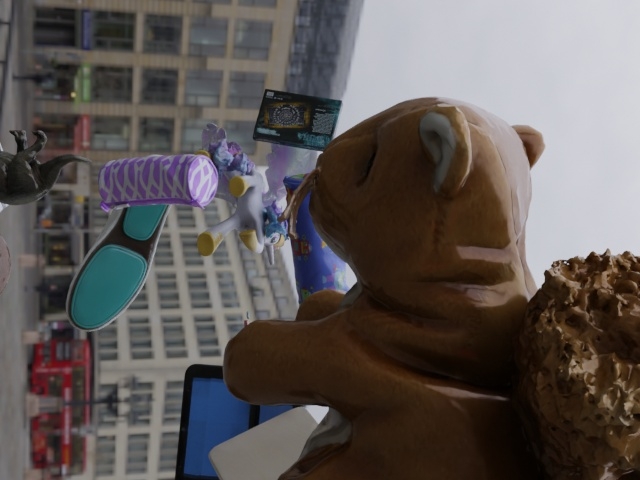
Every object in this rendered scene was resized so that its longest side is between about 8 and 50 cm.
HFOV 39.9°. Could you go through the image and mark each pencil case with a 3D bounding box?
[{"bbox_3d":[-0.264,-0.090,1.405,0.086,0.206,0.088,52,46,-44],"label":"pencil case"},{"bbox_3d":[0.000,0.000,1.831,0.119,0.133,0.306,7,-72,45],"label":"pencil case"}]

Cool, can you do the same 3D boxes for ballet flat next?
[{"bbox_3d":[-0.415,0.003,1.867,0.400,0.139,0.139,-64,-162,-1],"label":"ballet flat"}]

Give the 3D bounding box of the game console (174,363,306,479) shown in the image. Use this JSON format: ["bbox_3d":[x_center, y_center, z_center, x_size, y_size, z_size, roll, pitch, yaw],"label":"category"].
[{"bbox_3d":[-0.174,0.427,1.916,0.250,0.173,0.293,-1,-97,53],"label":"game console"}]

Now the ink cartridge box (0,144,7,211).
[{"bbox_3d":[-0.778,-0.137,1.909,0.273,0.114,0.197,-87,159,-72],"label":"ink cartridge box"}]

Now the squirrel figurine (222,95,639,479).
[{"bbox_3d":[0.125,0.087,0.643,0.397,0.281,0.371,11,-86,36],"label":"squirrel figurine"}]

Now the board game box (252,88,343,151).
[{"bbox_3d":[-0.052,-0.274,2.014,0.026,0.186,0.126,67,36,-70],"label":"board game box"}]

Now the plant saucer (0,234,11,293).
[{"bbox_3d":[-0.595,0.040,1.438,0.029,0.168,0.168,109,-22,-77],"label":"plant saucer"}]

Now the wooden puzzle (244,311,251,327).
[{"bbox_3d":[-0.123,0.164,1.523,0.049,0.006,0.083,49,37,-80],"label":"wooden puzzle"}]

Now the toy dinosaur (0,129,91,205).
[{"bbox_3d":[-0.590,-0.130,1.669,0.121,0.313,0.160,-140,-129,-78],"label":"toy dinosaur"}]

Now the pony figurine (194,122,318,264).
[{"bbox_3d":[-0.168,-0.119,2.024,0.363,0.302,0.351,5,81,-73],"label":"pony figurine"}]

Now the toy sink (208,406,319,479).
[{"bbox_3d":[-0.030,0.348,1.141,0.234,0.152,0.131,36,-34,60],"label":"toy sink"}]
